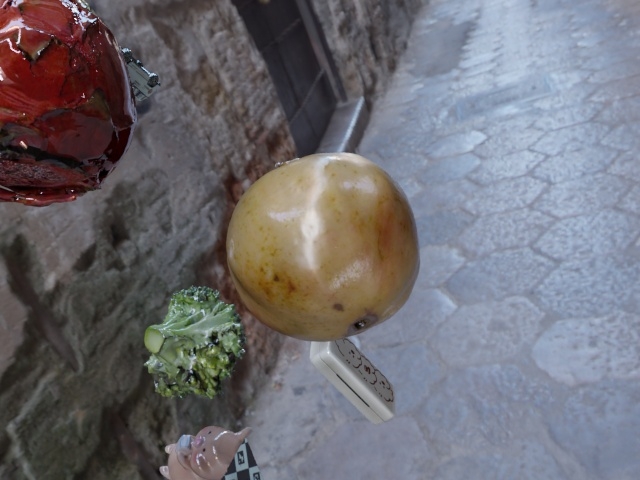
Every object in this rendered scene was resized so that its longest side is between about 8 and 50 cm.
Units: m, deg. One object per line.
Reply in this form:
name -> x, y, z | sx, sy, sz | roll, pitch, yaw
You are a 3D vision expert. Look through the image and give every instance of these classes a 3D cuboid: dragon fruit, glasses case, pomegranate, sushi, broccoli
dragon fruit -> -0.411, -0.200, 0.970 | 0.296, 0.301, 0.295 | -18, -3, -1
glasses case -> 0.101, 0.402, 2.090 | 0.076, 0.336, 0.144 | -31, 27, 23
pomegranate -> 0.000, 0.000, 1.384 | 0.412, 0.411, 0.411 | -19, 23, 8
sushi -> -0.198, 0.664, 1.601 | 0.059, 0.292, 0.294 | 7, 36, -37
broccoli -> -0.386, 0.311, 2.057 | 0.272, 0.323, 0.334 | -19, 45, -38

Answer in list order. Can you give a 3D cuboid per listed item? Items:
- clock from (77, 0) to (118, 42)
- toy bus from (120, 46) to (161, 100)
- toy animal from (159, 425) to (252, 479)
clock -> -0.576, -0.361, 1.437 | 0.308, 0.235, 0.096 | -26, 63, 4
toy bus -> -0.462, -0.400, 1.643 | 0.087, 0.194, 0.089 | 41, 91, 25
toy animal -> -0.369, 0.694, 2.256 | 0.256, 0.213, 0.195 | -45, 23, 43
